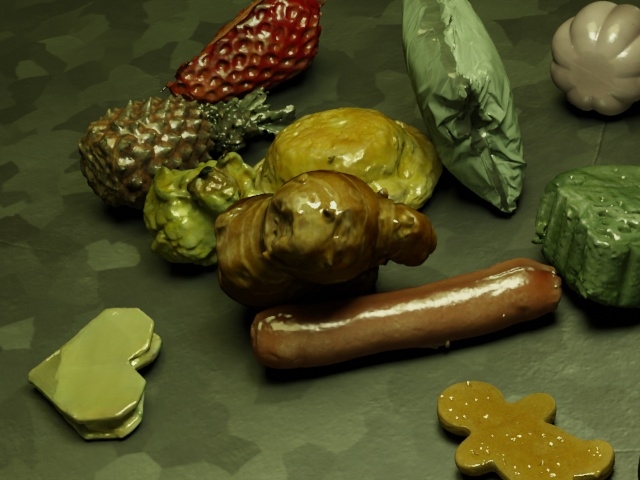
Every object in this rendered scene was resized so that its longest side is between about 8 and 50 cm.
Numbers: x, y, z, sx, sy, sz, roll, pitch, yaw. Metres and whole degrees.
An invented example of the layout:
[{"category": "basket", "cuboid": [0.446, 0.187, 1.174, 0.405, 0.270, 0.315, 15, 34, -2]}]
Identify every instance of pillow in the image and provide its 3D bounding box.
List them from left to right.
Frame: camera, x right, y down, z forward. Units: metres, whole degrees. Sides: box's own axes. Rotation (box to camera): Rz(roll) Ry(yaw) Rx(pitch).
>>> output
[{"category": "pillow", "cuboid": [0.215, -0.211, 2.183, 0.138, 0.283, 0.310, -21, 42, 4]}]

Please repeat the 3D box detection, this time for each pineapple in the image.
[{"category": "pineapple", "cuboid": [-0.208, -0.169, 2.324, 0.175, 0.175, 0.361, 26, 41, 37]}]

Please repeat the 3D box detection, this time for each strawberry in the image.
[{"category": "strawberry", "cuboid": [-0.101, -0.321, 2.476, 0.253, 0.150, 0.280, -29, 18, 46]}]

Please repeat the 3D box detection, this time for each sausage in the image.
[{"category": "sausage", "cuboid": [0.114, 0.100, 1.946, 0.418, 0.094, 0.094, -12, 18, -3]}]

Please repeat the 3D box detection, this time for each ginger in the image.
[{"category": "ginger", "cuboid": [-0.009, 0.001, 1.970, 0.274, 0.152, 0.357, -4, -11, -35]}]

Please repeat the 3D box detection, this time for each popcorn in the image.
[{"category": "popcorn", "cuboid": [-0.160, -0.054, 2.141, 0.195, 0.173, 0.168, -33, 17, 31]}]

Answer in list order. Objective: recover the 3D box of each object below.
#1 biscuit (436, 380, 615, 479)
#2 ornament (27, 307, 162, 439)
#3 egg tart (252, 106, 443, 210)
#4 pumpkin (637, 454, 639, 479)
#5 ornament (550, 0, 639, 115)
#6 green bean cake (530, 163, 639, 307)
[{"category": "biscuit", "cuboid": [0.236, 0.247, 1.777, 0.158, 0.035, 0.240, -28, 42, -26]}, {"category": "ornament", "cuboid": [-0.311, 0.181, 1.970, 0.180, 0.059, 0.201, -5, 40, 11]}, {"category": "egg tart", "cuboid": [0.026, -0.118, 2.218, 0.319, 0.128, 0.319, -8, 36, 6]}, {"category": "pumpkin", "cuboid": [0.487, 0.258, 1.596, 0.260, 0.189, 0.260, -21, 14, 6]}, {"category": "ornament", "cuboid": [0.453, -0.290, 2.307, 0.177, 0.177, 0.177, -6, 38, 5]}, {"category": "green bean cake", "cuboid": [0.413, -0.011, 1.976, 0.222, 0.125, 0.227, -3, 30, -13]}]
